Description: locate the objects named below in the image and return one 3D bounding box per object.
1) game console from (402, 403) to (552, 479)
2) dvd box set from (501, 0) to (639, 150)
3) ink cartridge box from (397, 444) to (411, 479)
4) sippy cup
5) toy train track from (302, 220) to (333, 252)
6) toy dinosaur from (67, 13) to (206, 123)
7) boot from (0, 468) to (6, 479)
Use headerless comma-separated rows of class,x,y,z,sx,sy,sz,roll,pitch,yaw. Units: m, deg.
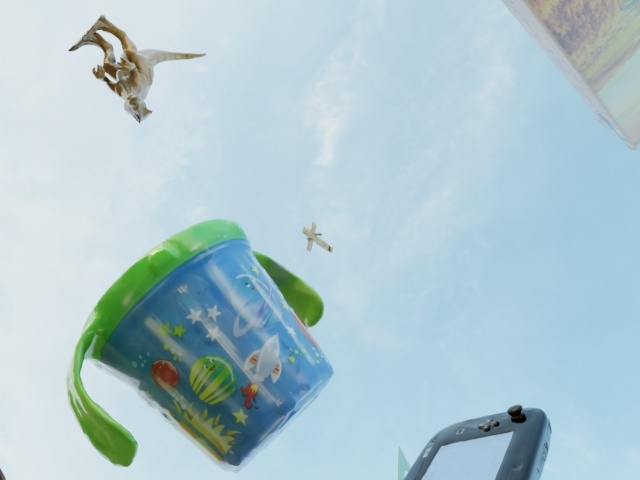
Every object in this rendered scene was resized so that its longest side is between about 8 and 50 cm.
game console,0.050,0.191,0.338,0.213,0.361,0.044,-15,-87,31
dvd box set,0.250,-0.215,0.311,0.307,0.420,0.062,-46,-119,24
ink cartridge box,0.200,0.518,0.997,0.096,0.255,0.189,-10,-45,18
sippy cup,-0.114,0.132,0.661,0.305,0.240,0.224,-41,-104,-18
toy train track,0.000,0.000,0.877,0.014,0.083,0.048,-3,-114,33
toy dinosaur,-0.198,-0.185,0.602,0.064,0.212,0.112,-33,-59,23
boot,-0.243,0.198,0.160,0.280,0.264,0.096,-18,-79,-19
